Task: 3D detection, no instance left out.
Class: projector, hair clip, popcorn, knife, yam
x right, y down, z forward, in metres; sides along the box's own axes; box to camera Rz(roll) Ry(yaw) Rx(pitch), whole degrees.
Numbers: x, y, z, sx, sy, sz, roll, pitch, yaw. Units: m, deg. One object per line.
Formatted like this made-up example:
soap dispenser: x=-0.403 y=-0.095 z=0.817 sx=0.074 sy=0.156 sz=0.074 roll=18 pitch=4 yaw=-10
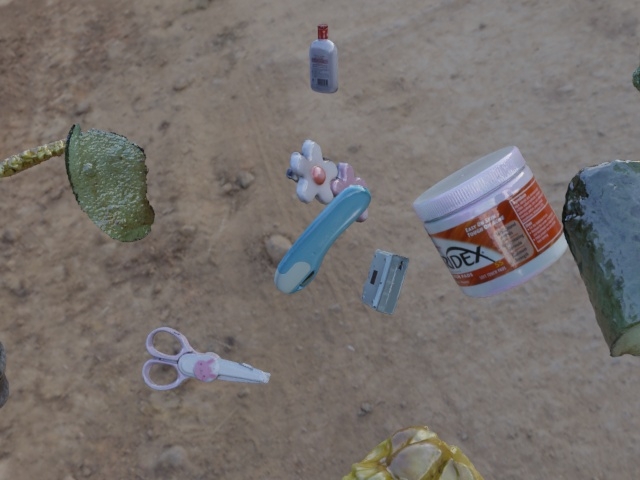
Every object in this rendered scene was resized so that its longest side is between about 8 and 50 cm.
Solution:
projector: x=0.157 y=0.101 z=1.772 sx=0.115 sy=0.061 sz=0.147 roll=-160 pitch=87 yaw=-74
hair clip: x=0.019 y=-0.121 z=1.541 sx=0.075 sy=0.257 sz=0.146 roll=-22 pitch=55 yaw=44
popcorn: x=0.214 y=0.565 z=1.429 sx=0.381 sy=0.349 sz=0.349 roll=-7 pitch=42 yaw=53
knife: x=0.000 y=0.000 z=1.063 sx=0.222 sy=0.064 sz=0.031 roll=-51 pitch=30 yaw=27
yam: x=0.514 y=0.021 z=1.145 sx=0.195 sy=0.195 sz=0.300 roll=-20 pitch=65 yaw=16

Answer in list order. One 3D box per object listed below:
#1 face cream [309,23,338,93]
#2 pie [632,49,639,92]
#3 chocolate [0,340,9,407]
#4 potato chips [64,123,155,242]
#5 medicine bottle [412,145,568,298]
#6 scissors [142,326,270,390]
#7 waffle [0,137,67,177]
face cream: x=0.004 y=-0.228 z=0.887 sx=0.040 sy=0.083 sz=0.021 roll=15 pitch=32 yaw=28
pie: x=0.585 y=-0.253 z=1.063 sx=0.201 sy=0.248 sz=0.090 roll=-39 pitch=31 yaw=40
chocolate: x=-0.732 y=0.289 z=1.524 sx=0.110 sy=0.248 sz=0.110 roll=12 pitch=38 yaw=-10
potato chips: x=-0.324 y=-0.092 z=1.112 sx=0.142 sy=0.209 sz=0.026 roll=-49 pitch=34 yaw=-6
medicine bottle: x=0.360 y=-0.037 z=1.496 sx=0.252 sy=0.241 sz=0.252 roll=-31 pitch=5 yaw=3
scissors: x=-0.212 y=0.237 z=1.312 sx=0.242 sy=0.118 sz=0.030 roll=10 pitch=4 yaw=7
waffle: x=-0.717 y=-0.206 z=1.765 sx=0.192 sy=0.046 sz=0.160 roll=-28 pitch=12 yaw=-25
